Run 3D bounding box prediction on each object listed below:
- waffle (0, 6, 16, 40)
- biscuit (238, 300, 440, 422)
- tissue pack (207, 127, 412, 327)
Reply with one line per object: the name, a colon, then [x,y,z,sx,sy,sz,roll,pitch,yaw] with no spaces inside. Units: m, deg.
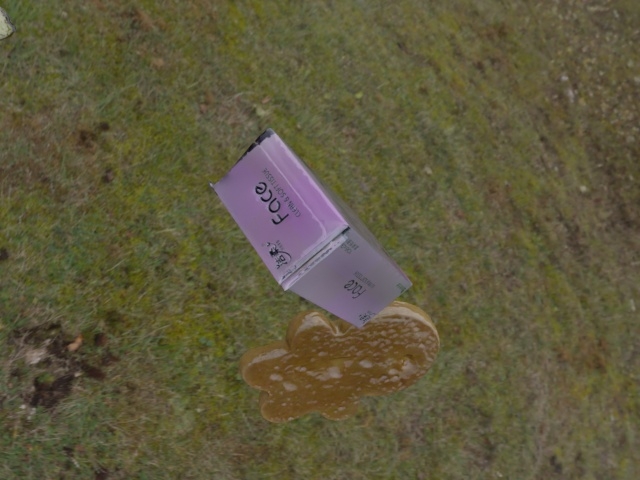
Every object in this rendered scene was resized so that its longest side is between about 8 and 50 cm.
waffle: [-0.648,-0.334,1.164,0.247,0.221,0.055,-30,121,-19]
biscuit: [0.038,0.214,1.247,0.354,0.052,0.275,-21,127,3]
tissue pack: [0.000,0.000,0.769,0.149,0.092,0.246,52,6,27]
